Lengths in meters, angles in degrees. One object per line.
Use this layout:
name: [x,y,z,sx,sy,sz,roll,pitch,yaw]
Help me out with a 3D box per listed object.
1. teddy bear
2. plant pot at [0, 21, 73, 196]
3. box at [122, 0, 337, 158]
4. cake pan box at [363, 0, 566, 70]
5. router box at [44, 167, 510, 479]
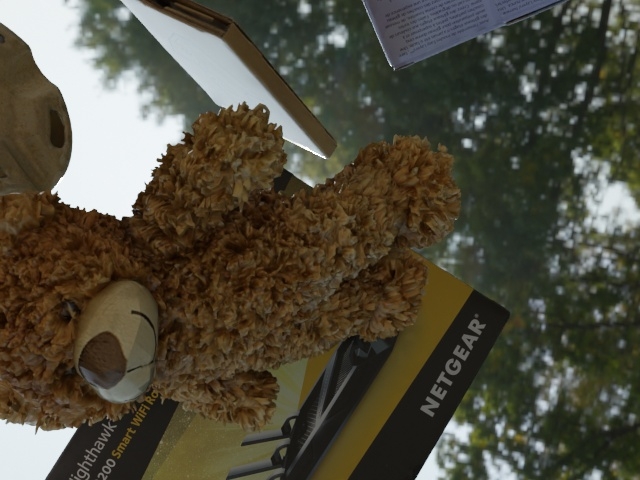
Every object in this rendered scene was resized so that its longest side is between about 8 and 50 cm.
teddy bear: [-0.047,0.031,0.680,0.338,0.245,0.113,5,-139,-44]
plant pot: [-0.441,-0.080,1.133,0.305,0.334,0.334,-28,-157,30]
box: [-0.087,-0.156,0.971,0.164,0.201,0.021,30,-99,36]
cake pan box: [0.118,-0.282,0.786,0.267,0.246,0.070,-22,-152,11]
router box: [-0.033,0.124,0.857,0.243,0.081,0.309,32,-99,-3]
